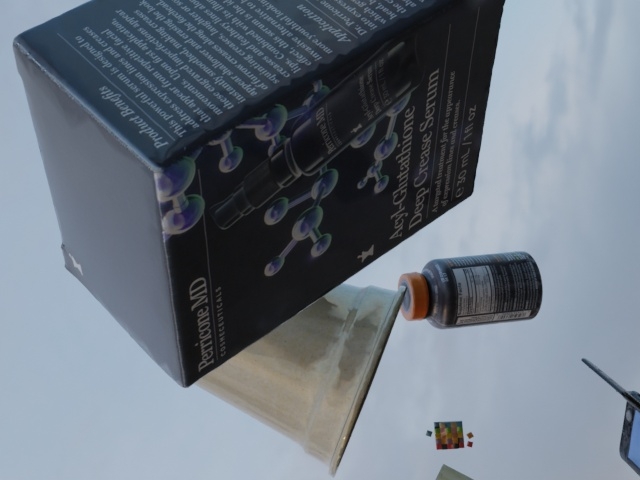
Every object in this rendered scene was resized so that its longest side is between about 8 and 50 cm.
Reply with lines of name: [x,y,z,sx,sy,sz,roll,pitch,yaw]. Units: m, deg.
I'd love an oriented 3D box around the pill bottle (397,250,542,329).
pill bottle: [0.267,0.092,2.075,0.130,0.245,0.130,176,90,-75]

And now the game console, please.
game console: [0.302,0.185,1.129,0.122,0.071,0.107,-121,36,-76]

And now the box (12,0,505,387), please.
box: [-0.044,-0.108,1.076,0.395,0.212,0.293,-33,-33,-25]

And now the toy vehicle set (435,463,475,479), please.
toy vehicle set: [0.286,0.466,1.788,0.035,0.267,0.166,-54,-15,-39]

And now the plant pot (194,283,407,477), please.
plant pot: [-0.057,0.179,1.893,0.334,0.305,0.334,21,-90,-84]

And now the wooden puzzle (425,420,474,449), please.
wooden puzzle: [0.225,0.339,1.988,0.006,0.083,0.049,-40,-56,-78]
